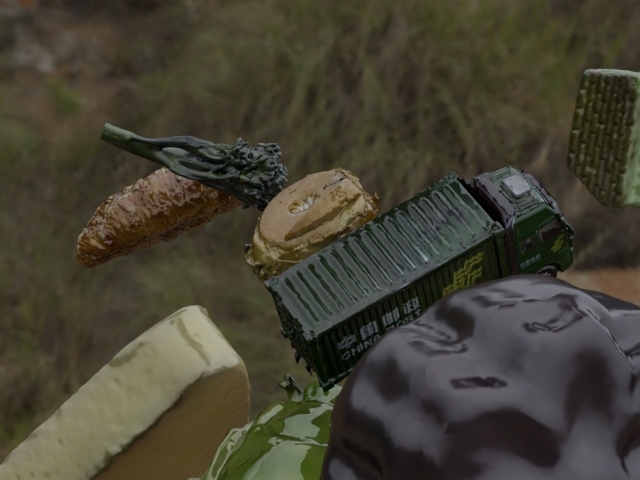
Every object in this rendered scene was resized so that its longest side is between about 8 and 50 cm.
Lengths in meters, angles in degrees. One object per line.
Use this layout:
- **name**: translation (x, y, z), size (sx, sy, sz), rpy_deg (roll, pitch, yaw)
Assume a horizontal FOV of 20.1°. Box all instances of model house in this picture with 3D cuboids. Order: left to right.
- **model house**: translation (0.338, -0.086, 1.752), size (0.189, 0.195, 0.214), rpy_deg (11, 13, 10)

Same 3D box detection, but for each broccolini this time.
- **broccolini**: translation (-0.135, -0.076, 1.906), size (0.202, 0.068, 0.091), rpy_deg (7, -25, 0)

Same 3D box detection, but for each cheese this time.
- **cheese**: translation (-0.206, 0.253, 2.152), size (0.384, 0.384, 0.104), rpy_deg (-9, 54, -52)

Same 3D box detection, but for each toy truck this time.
- **toy truck**: translation (0.091, 0.030, 1.541), size (0.259, 0.121, 0.088), rpy_deg (-30, 51, -11)

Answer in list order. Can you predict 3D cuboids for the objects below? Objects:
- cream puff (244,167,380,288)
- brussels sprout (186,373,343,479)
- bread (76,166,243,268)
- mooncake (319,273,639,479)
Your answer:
- **cream puff**: translation (0.000, 0.000, 1.639), size (0.119, 0.133, 0.104), rpy_deg (4, -38, 52)
- **brussels sprout**: translation (0.041, 0.364, 1.649), size (0.425, 0.342, 0.361), rpy_deg (40, 52, -24)
- **bread**: translation (-0.171, -0.043, 2.012), size (0.233, 0.076, 0.105), rpy_deg (-22, -10, 0)
- **mooncake**: translation (0.144, 0.163, 1.190), size (0.283, 0.283, 0.141), rpy_deg (7, 5, -27)
